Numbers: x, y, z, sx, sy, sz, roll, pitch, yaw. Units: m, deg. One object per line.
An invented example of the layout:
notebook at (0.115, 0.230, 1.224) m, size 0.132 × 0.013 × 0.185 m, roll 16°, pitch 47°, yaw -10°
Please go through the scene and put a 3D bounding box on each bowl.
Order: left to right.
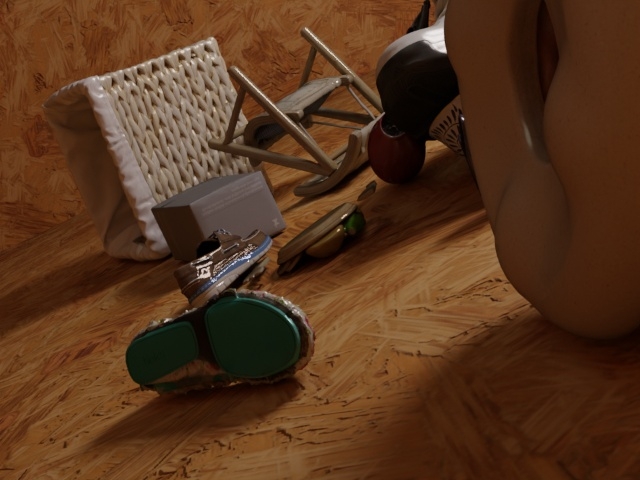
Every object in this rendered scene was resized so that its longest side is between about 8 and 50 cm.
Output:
bowl at (0.220, -0.141, 1.259) m, size 0.170 × 0.080 × 0.170 m, roll -29°, pitch -12°, yaw -7°

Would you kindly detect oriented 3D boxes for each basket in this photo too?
basket at (-0.294, -0.159, 1.929) m, size 0.266 × 0.331 × 0.328 m, roll -25°, pitch 10°, yaw -24°

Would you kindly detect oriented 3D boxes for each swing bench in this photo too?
swing bench at (-0.003, -0.201, 1.769) m, size 0.253 × 0.254 × 0.165 m, roll -39°, pitch -25°, yaw -52°

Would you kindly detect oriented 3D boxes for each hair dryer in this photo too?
hair dryer at (0.105, -0.188, 1.442) m, size 0.080 × 0.224 × 0.293 m, roll 1°, pitch 29°, yaw 8°

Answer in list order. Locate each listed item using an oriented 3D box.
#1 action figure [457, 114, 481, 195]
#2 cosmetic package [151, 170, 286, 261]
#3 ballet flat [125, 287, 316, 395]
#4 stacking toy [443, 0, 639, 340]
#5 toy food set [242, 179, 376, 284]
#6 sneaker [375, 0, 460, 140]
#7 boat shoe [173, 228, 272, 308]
action figure at (0.289, -0.136, 1.130) m, size 0.285 × 0.099 × 0.185 m, roll -21°, pitch 5°, yaw 9°
cosmetic package at (-0.159, -0.034, 1.616) m, size 0.127 × 0.107 × 0.238 m, roll -28°, pitch 8°, yaw -22°
ballet flat at (-0.081, 0.090, 0.967) m, size 0.241 × 0.091 × 0.077 m, roll -11°, pitch -3°, yaw 41°
stacking toy at (0.343, -0.139, 0.699) m, size 0.480 × 0.351 × 0.350 m, roll -9°, pitch 11°, yaw -4°
toy food set at (0.000, 0.000, 1.304) m, size 0.192 × 0.038 × 0.132 m, roll -35°, pitch 5°, yaw 11°
sneaker at (0.165, -0.283, 1.363) m, size 0.169 × 0.257 × 0.447 m, roll -40°, pitch -15°, yaw 35°
boat shoe at (-0.122, 0.020, 1.351) m, size 0.066 × 0.066 × 0.183 m, roll -39°, pitch 3°, yaw 31°
